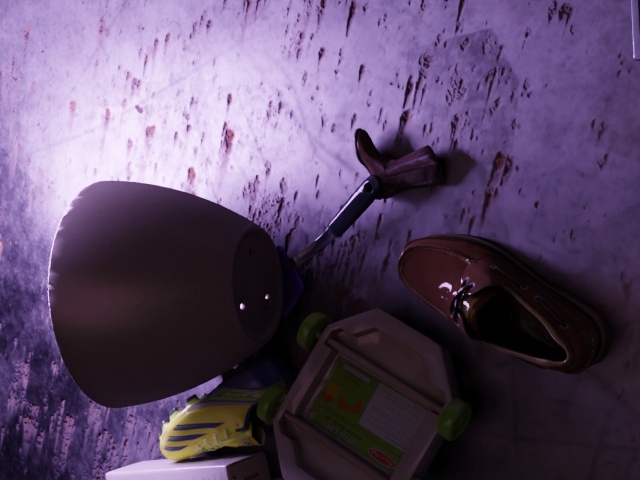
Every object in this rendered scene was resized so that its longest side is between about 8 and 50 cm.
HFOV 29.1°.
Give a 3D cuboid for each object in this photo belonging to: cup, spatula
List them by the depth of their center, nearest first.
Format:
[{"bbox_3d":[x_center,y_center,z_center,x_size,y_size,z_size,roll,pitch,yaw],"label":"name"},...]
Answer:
[{"bbox_3d":[0.000,0.000,1.735,0.296,0.030,0.084,-46,67,37],"label":"spatula"},{"bbox_3d":[-0.192,0.071,1.750,0.237,0.331,0.331,-4,95,23],"label":"cup"}]

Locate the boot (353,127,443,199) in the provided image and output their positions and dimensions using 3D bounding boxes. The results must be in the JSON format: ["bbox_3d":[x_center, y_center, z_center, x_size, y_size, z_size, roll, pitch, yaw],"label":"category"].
[{"bbox_3d":[0.106,-0.113,1.645,0.114,0.037,0.106,-16,100,41],"label":"boot"}]

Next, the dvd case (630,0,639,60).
[{"bbox_3d":[0.431,-0.327,1.370,0.179,0.029,0.239,0,97,37],"label":"dvd case"}]

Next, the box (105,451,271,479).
[{"bbox_3d":[-0.204,0.398,1.924,0.275,0.094,0.113,-10,90,38],"label":"box"}]

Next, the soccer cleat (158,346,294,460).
[{"bbox_3d":[-0.144,0.275,1.861,0.289,0.093,0.121,-42,74,34],"label":"soccer cleat"}]

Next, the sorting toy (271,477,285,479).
[{"bbox_3d":[0.023,0.480,1.765,0.257,0.089,0.256,-6,93,38],"label":"sorting toy"}]

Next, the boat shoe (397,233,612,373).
[{"bbox_3d":[0.211,0.072,1.549,0.307,0.104,0.111,23,110,33],"label":"boat shoe"}]

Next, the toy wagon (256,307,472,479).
[{"bbox_3d":[0.037,0.266,1.663,0.267,0.068,0.344,30,92,31],"label":"toy wagon"}]
